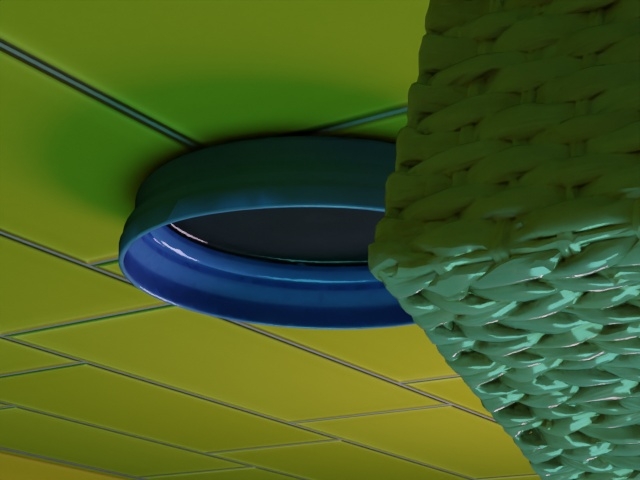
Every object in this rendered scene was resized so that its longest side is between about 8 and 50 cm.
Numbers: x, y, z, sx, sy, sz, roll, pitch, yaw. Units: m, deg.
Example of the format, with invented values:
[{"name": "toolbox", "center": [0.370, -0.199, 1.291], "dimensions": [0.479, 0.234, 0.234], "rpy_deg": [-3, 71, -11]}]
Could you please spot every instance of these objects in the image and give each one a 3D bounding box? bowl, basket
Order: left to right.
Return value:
[{"name": "bowl", "center": [0.000, 0.000, 1.308], "dimensions": [0.391, 0.077, 0.391], "rpy_deg": [1, 161, 0]}, {"name": "basket", "center": [0.244, -0.052, 0.693], "dimensions": [0.331, 0.328, 0.266], "rpy_deg": [-11, 139, 33]}]
